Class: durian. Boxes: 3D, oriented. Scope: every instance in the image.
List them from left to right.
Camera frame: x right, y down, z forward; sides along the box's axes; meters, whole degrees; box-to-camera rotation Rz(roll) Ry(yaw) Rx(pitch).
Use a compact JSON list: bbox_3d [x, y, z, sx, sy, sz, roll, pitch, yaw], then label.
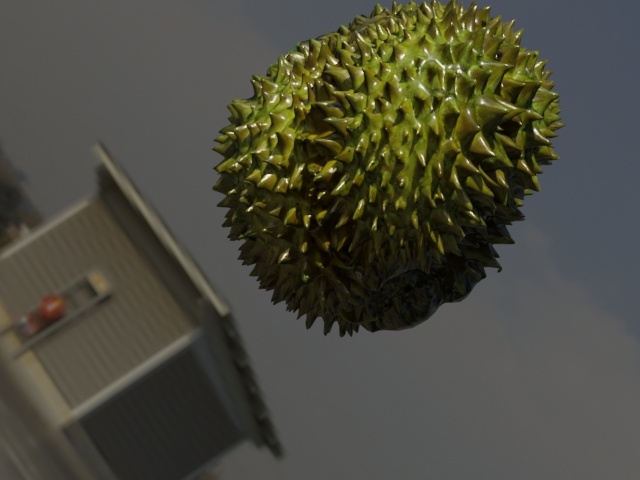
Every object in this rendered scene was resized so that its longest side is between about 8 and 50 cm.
[{"bbox_3d":[0.046,-0.065,1.082,0.225,0.291,0.291,51,-12,20],"label":"durian"}]
